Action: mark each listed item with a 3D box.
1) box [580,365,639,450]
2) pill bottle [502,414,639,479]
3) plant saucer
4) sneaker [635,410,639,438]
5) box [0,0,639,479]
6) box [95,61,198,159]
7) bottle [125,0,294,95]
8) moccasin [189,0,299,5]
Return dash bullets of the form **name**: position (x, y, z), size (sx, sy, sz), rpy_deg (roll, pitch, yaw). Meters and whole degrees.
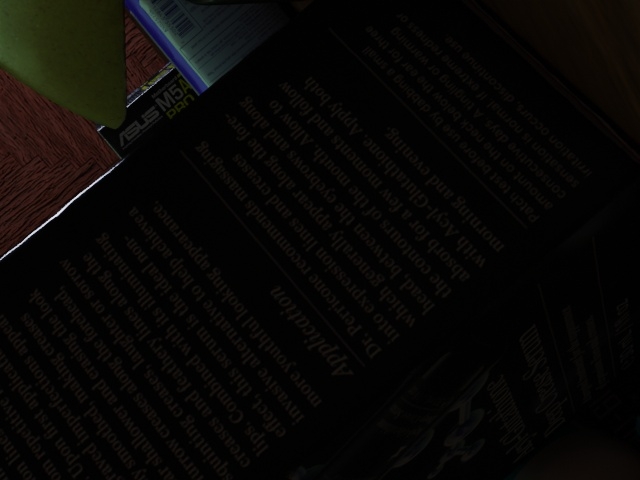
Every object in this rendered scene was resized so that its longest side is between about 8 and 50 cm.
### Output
- **box**: position (0.233, 0.209, 1.154), size (0.242, 0.076, 0.307), rpy_deg (49, 160, 21)
- **pill bottle**: position (0.147, 0.186, 0.981), size (0.264, 0.146, 0.146), rpy_deg (28, 160, 54)
- **plant saucer**: position (-0.221, -0.281, 0.855), size (0.333, 0.081, 0.333), rpy_deg (53, 149, 40)
- **sneaker**: position (0.239, 0.118, 0.888), size (0.144, 0.059, 0.053), rpy_deg (54, 177, -40)
- **box**: position (-0.012, 0.073, 0.814), size (0.212, 0.395, 0.293), rpy_deg (49, 177, 26)
- **box**: position (-0.179, -0.188, 1.668), size (0.060, 0.216, 0.270), rpy_deg (51, 177, -11)
- **bottle**: position (-0.066, -0.168, 1.252), size (0.283, 0.118, 0.092), rpy_deg (50, 176, -9)
- **moccasin**: position (-0.103, -0.231, 0.871), size (0.380, 0.139, 0.147), rpy_deg (-148, 55, -70)
